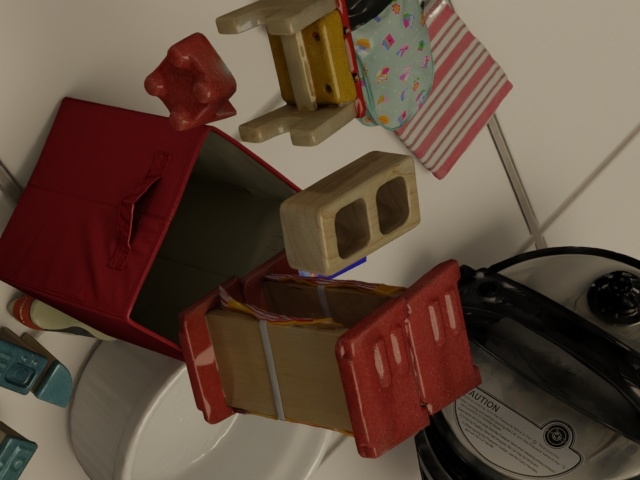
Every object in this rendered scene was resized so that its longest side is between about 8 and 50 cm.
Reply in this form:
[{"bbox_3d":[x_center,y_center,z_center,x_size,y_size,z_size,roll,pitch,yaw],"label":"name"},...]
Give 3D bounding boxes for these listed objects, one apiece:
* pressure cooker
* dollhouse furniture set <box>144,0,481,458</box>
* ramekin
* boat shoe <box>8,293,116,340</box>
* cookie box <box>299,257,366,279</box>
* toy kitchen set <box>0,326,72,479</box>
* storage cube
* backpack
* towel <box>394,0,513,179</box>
[{"bbox_3d":[0.298,0.211,1.848,0.370,0.375,0.420,-6,144,5],"label":"pressure cooker"},{"bbox_3d":[-0.016,-0.025,1.242,0.152,0.201,0.374,-31,118,-42],"label":"dollhouse furniture set"},{"bbox_3d":[-0.127,0.184,1.604,0.277,0.135,0.277,-23,128,-34],"label":"ramekin"},{"bbox_3d":[-0.240,0.071,1.495,0.137,0.043,0.049,7,85,-49],"label":"boat shoe"},{"bbox_3d":[0.000,0.000,1.687,0.107,0.040,0.091,-25,131,-32],"label":"cookie box"},{"bbox_3d":[-0.328,0.163,1.404,0.207,0.122,0.166,30,93,-50],"label":"toy kitchen set"},{"bbox_3d":[-0.149,-0.003,1.389,0.215,0.193,0.183,34,74,-50],"label":"storage cube"},{"bbox_3d":[0.042,-0.197,1.541,0.152,0.115,0.182,-41,141,-22],"label":"backpack"},{"bbox_3d":[0.130,-0.169,1.718,0.144,0.029,0.197,-53,138,-4],"label":"towel"}]
